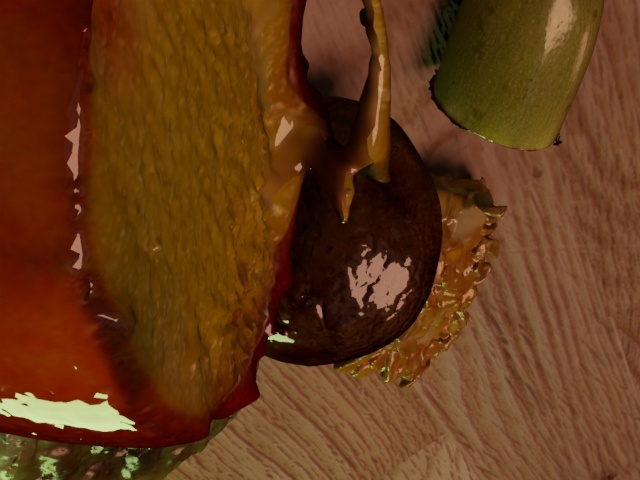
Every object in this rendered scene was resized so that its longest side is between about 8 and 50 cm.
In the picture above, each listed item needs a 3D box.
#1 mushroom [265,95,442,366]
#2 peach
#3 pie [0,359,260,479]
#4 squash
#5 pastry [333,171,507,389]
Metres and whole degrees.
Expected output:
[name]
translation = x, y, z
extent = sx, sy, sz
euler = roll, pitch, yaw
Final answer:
[mushroom]
translation = -0.011, 0.000, 1.007
extent = 0.138, 0.194, 0.231
euler = 1, 121, -41
[peach]
translation = -0.153, -0.084, 0.682
extent = 0.335, 0.310, 0.406
euler = -61, 155, -30
[pie]
translation = -0.179, 0.153, 1.160
extent = 0.306, 0.071, 0.306
euler = -21, 144, -16
[squash]
translation = 0.165, -0.176, 1.014
extent = 0.123, 0.123, 0.186
euler = -12, 136, -29
[pastry]
translation = 0.098, 0.032, 1.210
extent = 0.154, 0.102, 0.250
euler = -3, 134, -39
